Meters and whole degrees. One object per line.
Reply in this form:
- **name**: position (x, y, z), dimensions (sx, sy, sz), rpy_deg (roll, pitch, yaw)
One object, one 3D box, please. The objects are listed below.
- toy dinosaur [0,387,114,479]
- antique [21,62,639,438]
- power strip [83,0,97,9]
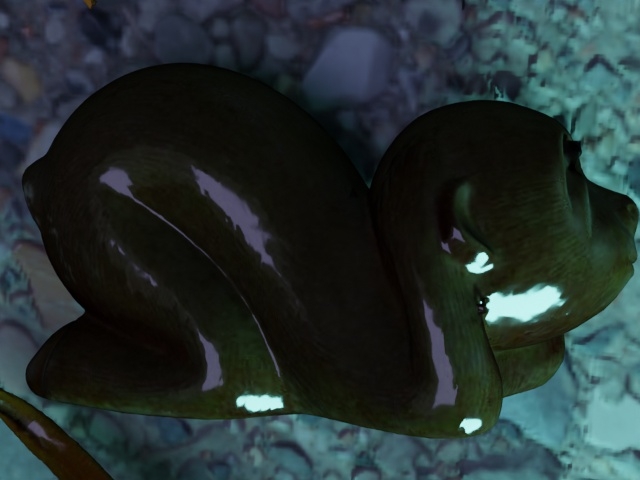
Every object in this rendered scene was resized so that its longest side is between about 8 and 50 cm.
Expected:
- **toy dinosaur**: position (0.031, 0.209, 0.788), dimensions (0.208, 0.097, 0.432), rpy_deg (-25, 94, 30)
- **antique**: position (0.000, 0.000, 0.723), dimensions (0.256, 0.121, 0.143), rpy_deg (4, 98, 22)
- **power strip**: position (-0.152, -0.173, 0.757), dimensions (0.049, 0.028, 0.178), rpy_deg (-38, 93, 22)
